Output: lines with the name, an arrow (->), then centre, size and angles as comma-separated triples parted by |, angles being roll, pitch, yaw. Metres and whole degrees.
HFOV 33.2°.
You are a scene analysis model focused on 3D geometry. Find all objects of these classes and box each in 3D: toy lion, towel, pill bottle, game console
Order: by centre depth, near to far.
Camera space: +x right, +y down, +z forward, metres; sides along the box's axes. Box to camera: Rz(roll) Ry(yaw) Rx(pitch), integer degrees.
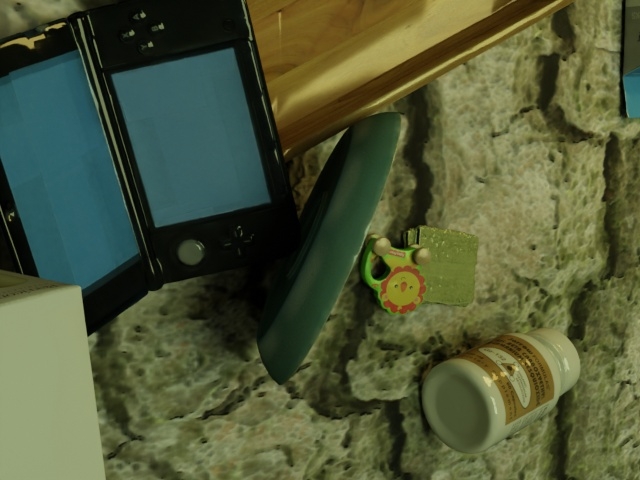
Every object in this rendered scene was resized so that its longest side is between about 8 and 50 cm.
game console -> -0.166, -0.072, 1.018 | 0.250, 0.173, 0.293 | -12, 110, 2
toy lion -> 0.095, 0.047, 1.386 | 0.100, 0.034, 0.096 | 14, 96, -26
towel -> 0.163, 0.036, 1.467 | 0.148, 0.027, 0.110 | 4, 91, -43
pill bottle -> 0.261, 0.202, 1.511 | 0.229, 0.131, 0.131 | -17, 107, -42

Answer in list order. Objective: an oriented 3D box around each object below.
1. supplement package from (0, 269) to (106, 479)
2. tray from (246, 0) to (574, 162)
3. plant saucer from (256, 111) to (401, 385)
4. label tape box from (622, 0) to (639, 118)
supplement package -> -0.326, 0.133, 0.829 | 0.199, 0.263, 0.198 | -16, 106, -43
tray -> 0.069, -0.267, 1.181 | 0.411, 0.076, 0.202 | -30, 118, -8
plant saucer -> 0.000, 0.000, 1.150 | 0.044, 0.317, 0.317 | 24, 75, -7
label tape box -> 0.620, -0.382, 1.806 | 0.249, 0.115, 0.347 | -7, 99, -44
